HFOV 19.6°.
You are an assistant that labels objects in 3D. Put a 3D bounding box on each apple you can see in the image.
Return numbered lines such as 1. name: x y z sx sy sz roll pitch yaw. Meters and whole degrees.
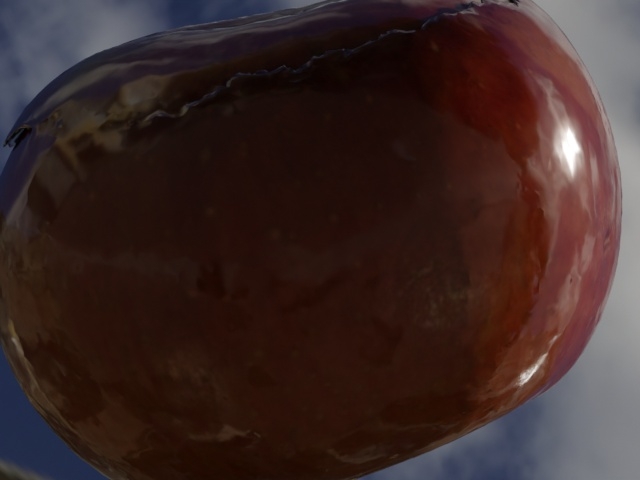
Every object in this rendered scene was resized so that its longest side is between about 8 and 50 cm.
1. apple: 0.000 0.000 0.781 0.251 0.272 0.206 -9 -83 45
